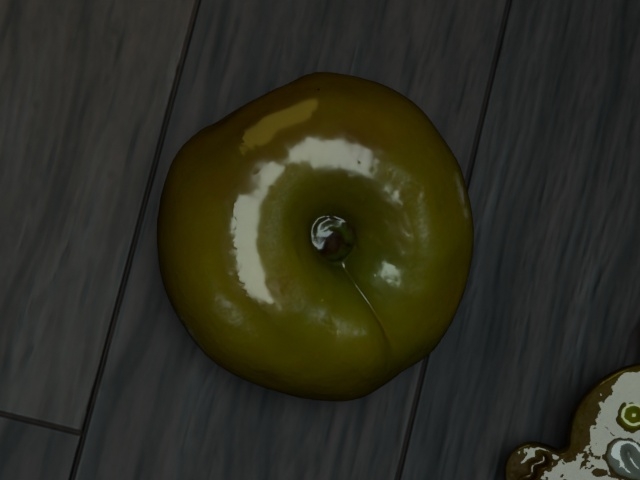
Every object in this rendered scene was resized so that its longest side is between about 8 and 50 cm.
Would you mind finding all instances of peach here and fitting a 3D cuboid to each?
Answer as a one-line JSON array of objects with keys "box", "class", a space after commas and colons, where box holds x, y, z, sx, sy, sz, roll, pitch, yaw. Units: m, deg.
[{"box": [0.000, 0.000, 1.166, 0.251, 0.153, 0.251, -2, 99, -12], "class": "peach"}]

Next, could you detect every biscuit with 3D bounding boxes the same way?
[{"box": [0.233, 0.203, 1.197, 0.180, 0.039, 0.236, 33, 93, 0], "class": "biscuit"}]
